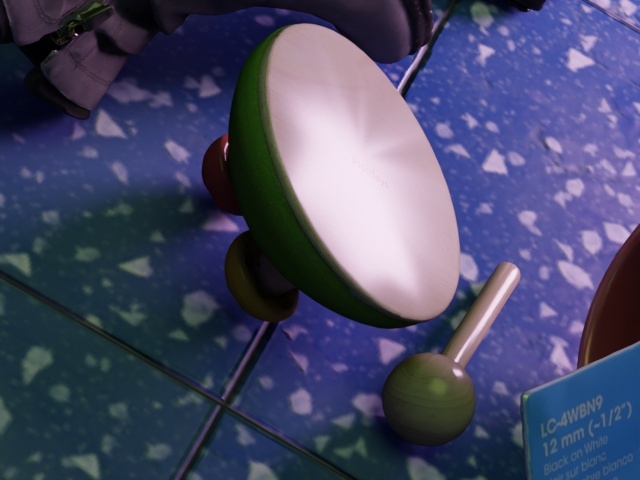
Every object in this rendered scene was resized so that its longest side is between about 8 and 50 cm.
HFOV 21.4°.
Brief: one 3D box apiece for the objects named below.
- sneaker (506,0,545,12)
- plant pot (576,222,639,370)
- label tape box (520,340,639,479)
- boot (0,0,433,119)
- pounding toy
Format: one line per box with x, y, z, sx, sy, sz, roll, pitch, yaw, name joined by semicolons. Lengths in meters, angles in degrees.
0.131;-0.199;1.218;0.089;0.051;0.170;43;44;18;sneaker
0.281;0.080;0.984;0.180;0.201;0.201;23;45;-29;plant pot
0.230;0.203;0.765;0.249;0.115;0.347;-18;104;-38;label tape box
-0.076;-0.154;1.016;0.223;0.338;0.118;-44;55;1;boot
0.000;0.000;0.978;0.237;0.110;0.183;53;31;-19;pounding toy
